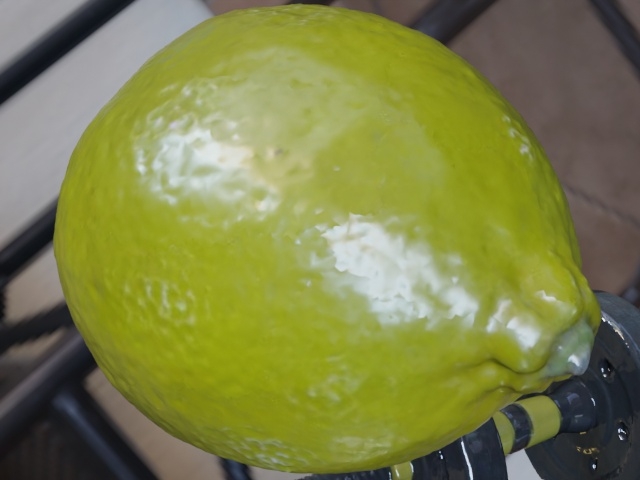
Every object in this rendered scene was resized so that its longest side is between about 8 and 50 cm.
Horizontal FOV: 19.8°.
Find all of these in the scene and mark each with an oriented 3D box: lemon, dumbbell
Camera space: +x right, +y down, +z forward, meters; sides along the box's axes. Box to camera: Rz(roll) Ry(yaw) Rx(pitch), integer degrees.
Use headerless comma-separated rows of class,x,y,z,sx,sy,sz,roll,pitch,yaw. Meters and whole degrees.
lemon,0.000,0.000,0.720,0.248,0.184,0.184,11,139,40
dumbbell,0.114,0.115,1.121,0.143,0.325,0.143,24,120,51
